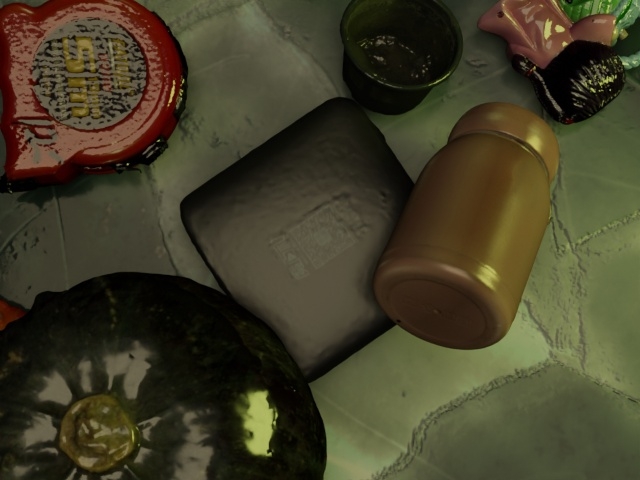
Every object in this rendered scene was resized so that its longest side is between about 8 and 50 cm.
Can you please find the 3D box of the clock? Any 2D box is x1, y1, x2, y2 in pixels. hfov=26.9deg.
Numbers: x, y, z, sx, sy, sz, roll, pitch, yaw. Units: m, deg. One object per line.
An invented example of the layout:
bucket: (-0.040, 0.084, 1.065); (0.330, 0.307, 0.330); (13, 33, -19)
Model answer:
clock: (0.331, -0.267, 1.732); (0.194, 0.100, 0.195); (-37, 86, -4)

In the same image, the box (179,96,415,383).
box: (0.000, 0.000, 1.724); (0.289, 0.073, 0.290); (-35, 85, -3)

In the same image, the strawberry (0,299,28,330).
strawberry: (-0.444, 0.119, 1.723); (0.188, 0.082, 0.121); (40, 67, 13)

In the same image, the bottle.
bottle: (0.195, -0.019, 1.635); (0.173, 0.206, 0.297); (-5, 47, 37)

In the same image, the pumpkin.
pumpkin: (-0.218, 0.250, 1.562); (0.454, 0.344, 0.454); (-1, 70, 3)

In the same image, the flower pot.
flower pot: (0.093, -0.234, 1.714); (0.157, 0.107, 0.157); (5, 63, -10)

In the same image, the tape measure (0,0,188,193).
tape measure: (-0.299, -0.193, 1.728); (0.260, 0.114, 0.253); (-7, 84, -3)
